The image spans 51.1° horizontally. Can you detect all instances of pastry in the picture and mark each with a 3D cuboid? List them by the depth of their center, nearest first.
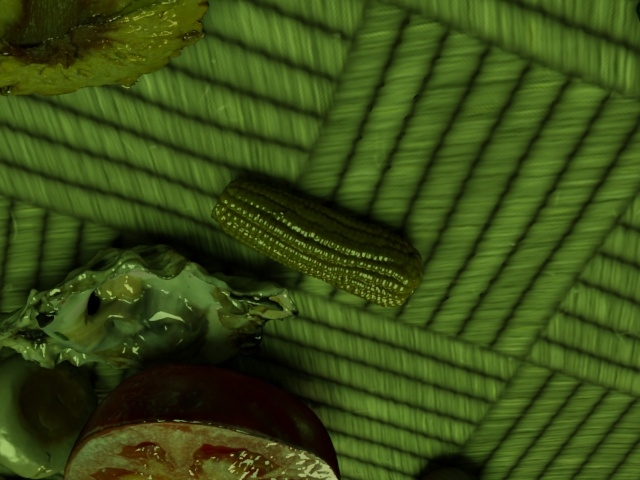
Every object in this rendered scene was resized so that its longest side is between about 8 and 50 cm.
[{"bbox_3d":[-0.351,0.213,0.820,0.092,0.156,0.156,-33,114,26],"label":"pastry"}]

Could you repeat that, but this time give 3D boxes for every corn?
[{"bbox_3d":[0.000,0.000,0.706,0.231,0.080,0.080,24,121,-5],"label":"corn"}]

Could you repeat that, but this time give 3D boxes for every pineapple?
[{"bbox_3d":[-0.221,-0.215,0.586,0.249,0.140,0.164,-20,78,-1],"label":"pineapple"}]

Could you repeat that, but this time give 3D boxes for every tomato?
[{"bbox_3d":[-0.133,0.247,0.819,0.338,0.144,0.338,0,136,0],"label":"tomato"}]

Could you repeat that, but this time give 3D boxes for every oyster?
[{"bbox_3d":[-0.205,0.072,0.760,0.354,0.107,0.201,-3,147,-5],"label":"oyster"}]

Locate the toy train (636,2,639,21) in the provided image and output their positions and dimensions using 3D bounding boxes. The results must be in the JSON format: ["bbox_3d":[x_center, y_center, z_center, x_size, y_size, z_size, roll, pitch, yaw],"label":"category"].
[{"bbox_3d":[0.363,-0.198,0.547,0.227,0.091,0.136,24,131,-12],"label":"toy train"}]

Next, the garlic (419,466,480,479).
[{"bbox_3d":[0.189,0.423,0.911,0.160,0.191,0.214,19,113,-36],"label":"garlic"}]
